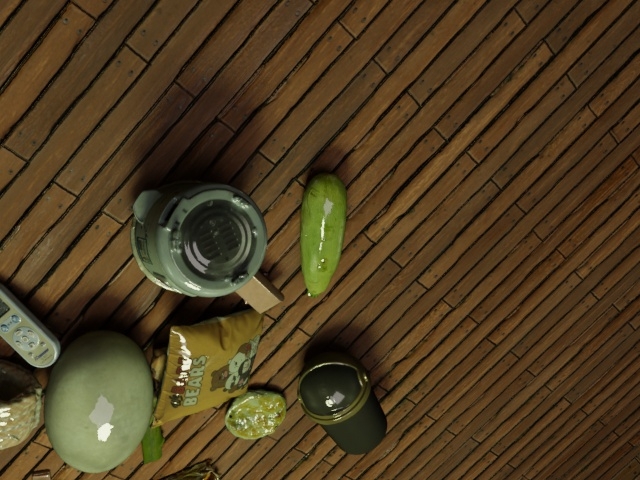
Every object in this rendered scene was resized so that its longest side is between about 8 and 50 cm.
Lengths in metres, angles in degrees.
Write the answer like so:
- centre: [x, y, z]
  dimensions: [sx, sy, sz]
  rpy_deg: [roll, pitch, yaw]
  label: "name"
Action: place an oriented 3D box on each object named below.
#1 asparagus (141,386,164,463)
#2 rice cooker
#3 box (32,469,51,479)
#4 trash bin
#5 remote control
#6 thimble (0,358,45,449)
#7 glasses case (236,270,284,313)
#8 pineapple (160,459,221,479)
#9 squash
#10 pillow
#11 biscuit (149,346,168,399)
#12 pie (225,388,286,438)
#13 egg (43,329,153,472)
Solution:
- centre: [-0.472, 0.519, 1.759]
  dimensions: [0.067, 0.060, 0.278]
  rpy_deg: [-2, 119, -5]
  label: "asparagus"
- centre: [-0.273, -0.007, 1.408]
  dimensions: [0.316, 0.316, 0.264]
  rpy_deg: [31, 78, -30]
  label: "rice cooker"
- centre: [-0.773, 0.691, 1.771]
  dimensions: [0.048, 0.025, 0.115]
  rpy_deg: [-3, 118, -19]
  label: "box"
- centre: [0.059, 0.458, 1.823]
  dimensions: [0.214, 0.214, 0.334]
  rpy_deg: [-28, 127, -3]
  label: "trash bin"
- centre: [-0.701, 0.192, 1.467]
  dimensions: [0.087, 0.047, 0.244]
  rpy_deg: [-37, 101, 14]
  label: "remote control"
- centre: [-0.785, 0.381, 1.489]
  dimensions: [0.229, 0.196, 0.148]
  rpy_deg: [18, 115, 2]
  label: "thimble"
- centre: [-0.191, 0.103, 1.628]
  dimensions: [0.102, 0.070, 0.193]
  rpy_deg: [-31, 120, 23]
  label: "glasses case"
- centre: [-0.400, 0.758, 1.869]
  dimensions: [0.236, 0.186, 0.114]
  rpy_deg: [-42, 130, -47]
  label: "pineapple"
- centre: [0.003, 0.003, 1.610]
  dimensions: [0.118, 0.118, 0.371]
  rpy_deg: [-4, 121, -17]
  label: "squash"
- centre: [-0.284, 0.322, 1.655]
  dimensions: [0.312, 0.119, 0.310]
  rpy_deg: [-9, 126, -43]
  label: "pillow"
- centre: [-0.405, 0.347, 1.679]
  dimensions: [0.118, 0.061, 0.183]
  rpy_deg: [-33, 135, -38]
  label: "biscuit"
- centre: [-0.188, 0.506, 1.862]
  dimensions: [0.186, 0.041, 0.187]
  rpy_deg: [-8, 119, -15]
  label: "pie"
- centre: [-0.536, 0.390, 1.544]
  dimensions: [0.258, 0.258, 0.352]
  rpy_deg: [5, 108, -21]
  label: "egg"
